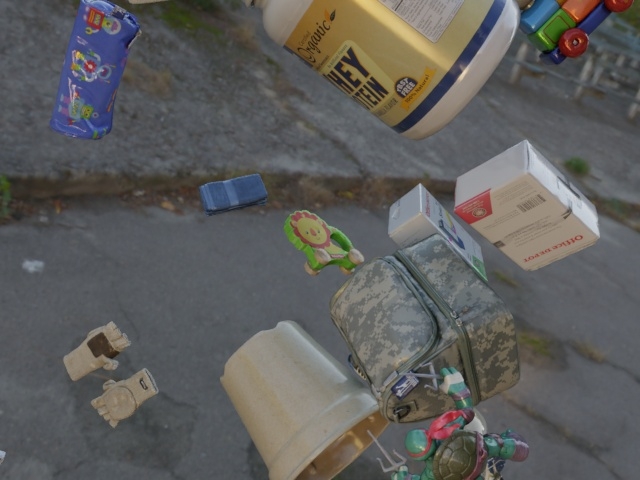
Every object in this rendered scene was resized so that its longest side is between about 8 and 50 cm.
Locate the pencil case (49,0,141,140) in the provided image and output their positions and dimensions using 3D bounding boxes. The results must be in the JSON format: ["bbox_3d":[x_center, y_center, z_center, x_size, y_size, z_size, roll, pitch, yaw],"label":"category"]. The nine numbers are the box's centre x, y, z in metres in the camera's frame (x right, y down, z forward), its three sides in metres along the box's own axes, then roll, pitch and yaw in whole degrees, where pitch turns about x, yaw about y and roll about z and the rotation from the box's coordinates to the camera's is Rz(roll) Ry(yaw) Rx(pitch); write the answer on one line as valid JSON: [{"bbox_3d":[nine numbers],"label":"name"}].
[{"bbox_3d":[-0.476,-0.359,1.603,0.133,0.306,0.119,19,20,-9],"label":"pencil case"}]

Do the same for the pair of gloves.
[{"bbox_3d":[-0.537,0.341,1.943,0.240,0.204,0.042,53,18,10],"label":"pair of gloves"}]

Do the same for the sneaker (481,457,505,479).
[{"bbox_3d":[0.360,0.481,1.619,0.052,0.135,0.058,-4,13,-28],"label":"sneaker"}]

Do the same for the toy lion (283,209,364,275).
[{"bbox_3d":[0.000,0.000,1.022,0.100,0.034,0.096,2,50,-41],"label":"toy lion"}]

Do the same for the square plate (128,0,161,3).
[{"bbox_3d":[-0.193,-0.585,1.243,0.344,0.347,0.049,1,10,21],"label":"square plate"}]

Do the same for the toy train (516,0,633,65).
[{"bbox_3d":[0.386,-0.388,1.094,0.143,0.248,0.105,43,9,-9],"label":"toy train"}]

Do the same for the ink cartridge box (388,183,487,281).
[{"bbox_3d":[0.243,0.005,1.578,0.212,0.093,0.154,43,23,-14],"label":"ink cartridge box"}]

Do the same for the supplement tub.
[{"bbox_3d":[0.068,-0.302,0.969,0.316,0.228,0.228,35,20,-10],"label":"supplement tub"}]

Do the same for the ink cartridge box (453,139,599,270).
[{"bbox_3d":[0.367,-0.056,1.343,0.218,0.159,0.092,37,44,-27],"label":"ink cartridge box"}]

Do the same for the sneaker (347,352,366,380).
[{"bbox_3d":[0.099,0.275,1.648,0.073,0.063,0.162,7,-16,35],"label":"sneaker"}]

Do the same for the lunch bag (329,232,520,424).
[{"bbox_3d":[0.173,0.162,1.333,0.256,0.212,0.305,-24,38,-6],"label":"lunch bag"}]

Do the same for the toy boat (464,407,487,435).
[{"bbox_3d":[0.293,0.539,1.783,0.148,0.267,0.318,17,60,9],"label":"toy boat"}]

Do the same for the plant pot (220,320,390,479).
[{"bbox_3d":[-0.052,0.359,1.676,0.305,0.334,0.334,47,30,23],"label":"plant pot"}]

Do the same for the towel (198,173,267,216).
[{"bbox_3d":[-0.163,-0.086,1.408,0.119,0.029,0.067,-14,61,-13],"label":"towel"}]

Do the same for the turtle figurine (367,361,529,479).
[{"bbox_3d":[0.162,0.267,0.961,0.234,0.175,0.118,31,10,-31],"label":"turtle figurine"}]

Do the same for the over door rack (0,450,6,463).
[{"bbox_3d":[-0.841,0.486,1.632,0.324,0.108,0.239,41,24,-27],"label":"over door rack"}]
